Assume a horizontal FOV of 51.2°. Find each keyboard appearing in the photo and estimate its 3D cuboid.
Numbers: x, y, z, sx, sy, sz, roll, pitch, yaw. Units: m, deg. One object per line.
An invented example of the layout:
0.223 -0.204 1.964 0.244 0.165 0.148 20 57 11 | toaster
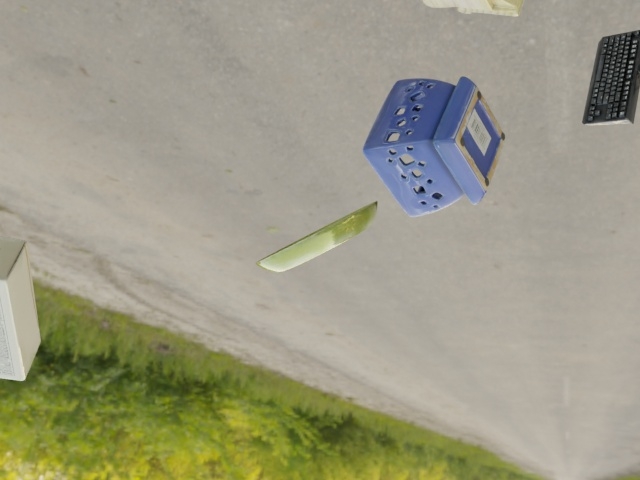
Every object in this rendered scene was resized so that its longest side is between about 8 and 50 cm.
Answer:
0.494 -0.267 1.086 0.108 0.180 0.023 4 156 36 | keyboard

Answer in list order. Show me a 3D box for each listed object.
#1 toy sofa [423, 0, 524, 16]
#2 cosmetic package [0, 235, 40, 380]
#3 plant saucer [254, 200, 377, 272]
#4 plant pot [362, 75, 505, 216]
0.213 -0.501 1.042 0.177 0.150 0.363 17 179 31 | toy sofa
-0.655 0.132 1.306 0.160 0.113 0.309 10 133 -7 | cosmetic package
0.000 0.000 1.172 0.241 0.037 0.241 -27 -179 1 | plant saucer
0.266 -0.214 1.481 0.212 0.235 0.236 -2 141 43 | plant pot
